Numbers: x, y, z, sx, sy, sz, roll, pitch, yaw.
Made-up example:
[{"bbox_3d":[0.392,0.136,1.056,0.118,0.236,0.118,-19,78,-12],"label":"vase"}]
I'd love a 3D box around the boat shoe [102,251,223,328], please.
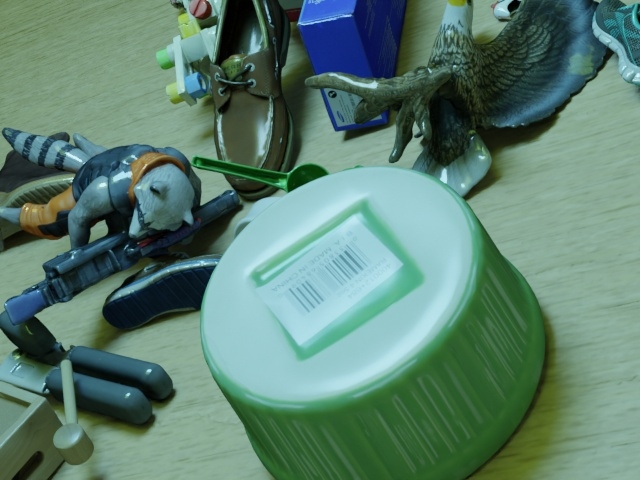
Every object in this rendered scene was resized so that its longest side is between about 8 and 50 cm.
[{"bbox_3d":[-0.178,0.045,1.462,0.183,0.066,0.066,-17,35,23],"label":"boat shoe"}]

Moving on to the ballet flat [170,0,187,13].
[{"bbox_3d":[-0.188,-0.401,2.044,0.091,0.077,0.241,-12,23,-23],"label":"ballet flat"}]

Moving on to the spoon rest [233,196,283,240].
[{"bbox_3d":[0.000,0.000,1.358,0.276,0.084,0.137,6,50,45],"label":"spoon rest"}]

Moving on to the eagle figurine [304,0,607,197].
[{"bbox_3d":[0.173,-0.202,1.424,0.226,0.225,0.298,43,38,17],"label":"eagle figurine"}]

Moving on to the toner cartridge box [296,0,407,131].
[{"bbox_3d":[0.050,-0.312,1.633,0.075,0.165,0.347,-7,38,16],"label":"toner cartridge box"}]

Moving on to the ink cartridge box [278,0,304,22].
[{"bbox_3d":[-0.052,-0.457,1.721,0.131,0.306,0.226,-5,83,12],"label":"ink cartridge box"}]

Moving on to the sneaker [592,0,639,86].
[{"bbox_3d":[0.353,-0.237,1.364,0.065,0.076,0.166,3,36,-14],"label":"sneaker"}]

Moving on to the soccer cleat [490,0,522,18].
[{"bbox_3d":[0.258,-0.319,1.608,0.036,0.029,0.083,26,67,43],"label":"soccer cleat"}]

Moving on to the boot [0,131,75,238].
[{"bbox_3d":[-0.405,-0.099,1.816,0.248,0.090,0.207,-19,37,26],"label":"boot"}]

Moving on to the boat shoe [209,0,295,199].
[{"bbox_3d":[-0.102,-0.204,1.604,0.111,0.104,0.307,-12,61,16],"label":"boat shoe"}]

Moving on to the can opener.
[{"bbox_3d":[-0.286,0.146,1.410,0.280,0.093,0.074,11,51,41],"label":"can opener"}]

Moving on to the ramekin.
[{"bbox_3d":[0.038,0.076,1.121,0.303,0.148,0.303,-16,46,17],"label":"ramekin"}]

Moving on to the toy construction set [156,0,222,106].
[{"bbox_3d":[-0.169,-0.347,1.785,0.151,0.327,0.215,-5,-2,20],"label":"toy construction set"}]

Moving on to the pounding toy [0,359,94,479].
[{"bbox_3d":[-0.317,0.221,1.338,0.206,0.094,0.181,12,48,36],"label":"pounding toy"}]

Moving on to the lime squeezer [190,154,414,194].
[{"bbox_3d":[0.003,-0.074,1.426,0.310,0.110,0.058,7,63,36],"label":"lime squeezer"}]

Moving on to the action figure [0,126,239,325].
[{"bbox_3d":[-0.289,-0.044,1.499,0.330,0.178,0.341,4,28,42],"label":"action figure"}]
